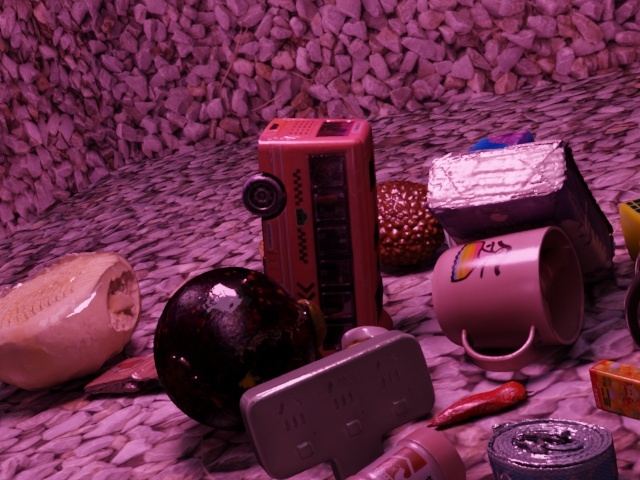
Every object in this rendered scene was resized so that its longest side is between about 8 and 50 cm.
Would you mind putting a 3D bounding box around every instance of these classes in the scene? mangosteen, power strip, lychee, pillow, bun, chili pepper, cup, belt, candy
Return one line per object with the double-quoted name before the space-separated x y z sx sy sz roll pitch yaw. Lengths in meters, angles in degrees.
"mangosteen" -0.128 0.172 1.863 0.288 0.288 0.288 -15 17 5
"power strip" 0.036 0.253 1.573 0.265 0.193 0.059 -22 14 -17
"lychee" 0.166 -0.040 2.404 0.200 0.200 0.238 -19 28 -9
"pillow" -0.323 0.248 2.185 0.248 0.049 0.135 -12 16 27
"bun" -0.520 0.180 2.323 0.364 0.202 0.364 -20 21 8
"chili pepper" 0.234 0.245 1.701 0.178 0.027 0.045 -19 18 -3
"cup" 0.295 0.107 1.853 0.200 0.191 0.253 -10 44 32
"belt" 0.292 0.278 1.448 0.163 0.082 0.147 -9 14 19
"candy" 0.430 0.208 1.573 0.038 0.062 0.122 -24 18 -29

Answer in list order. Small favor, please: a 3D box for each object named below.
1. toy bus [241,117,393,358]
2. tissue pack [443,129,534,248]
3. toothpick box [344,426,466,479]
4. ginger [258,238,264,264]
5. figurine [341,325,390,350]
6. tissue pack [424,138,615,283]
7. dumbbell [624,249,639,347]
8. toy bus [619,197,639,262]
"toy bus" 0.000 0.000 2.042 0.233 0.427 0.203 -2 19 9
"tissue pack" 0.356 -0.091 2.363 0.146 0.198 0.263 -5 21 30
"toothpick box" 0.102 0.318 1.468 0.149 0.098 0.098 -29 21 -32
"ginger" -0.023 -0.009 2.616 0.263 0.109 0.116 -22 4 -20
"figurine" 0.058 0.226 1.752 0.236 0.133 0.176 -31 31 -35
"tissue pack" 0.356 -0.034 1.980 0.242 0.344 0.125 -8 60 26
"dumbbell" 0.549 0.075 1.668 0.192 0.192 0.290 -8 18 25
"toy bus" 0.614 0.003 1.946 0.150 0.128 0.262 -17 15 1
